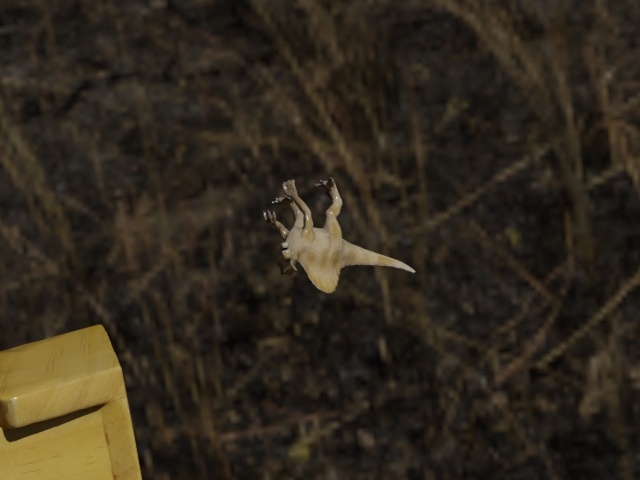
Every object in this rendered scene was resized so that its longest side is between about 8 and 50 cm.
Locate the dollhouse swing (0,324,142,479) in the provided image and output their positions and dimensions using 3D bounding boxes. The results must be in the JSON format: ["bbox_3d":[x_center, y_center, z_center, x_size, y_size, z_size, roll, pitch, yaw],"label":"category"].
[{"bbox_3d":[-0.309,0.297,1.623,0.305,0.347,0.315,-12,10,-10],"label":"dollhouse swing"}]

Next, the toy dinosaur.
[{"bbox_3d":[0.000,0.000,1.442,0.053,0.092,0.183,-26,-15,31],"label":"toy dinosaur"}]
